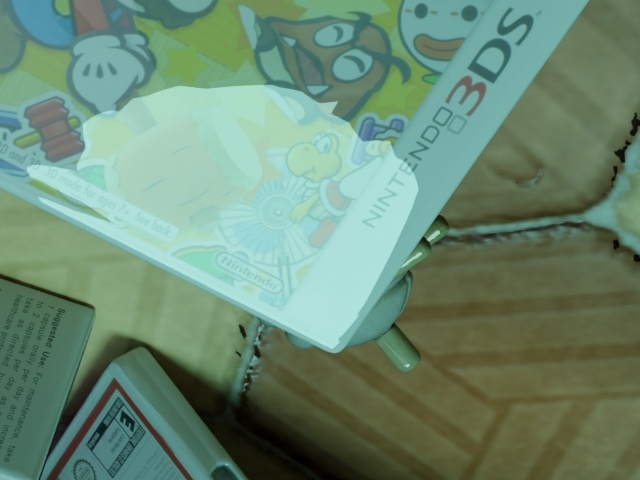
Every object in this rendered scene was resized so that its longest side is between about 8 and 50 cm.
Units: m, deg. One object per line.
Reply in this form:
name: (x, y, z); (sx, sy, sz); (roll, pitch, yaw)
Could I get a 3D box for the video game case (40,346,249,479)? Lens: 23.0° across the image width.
video game case: (-0.051, 0.217, 0.832); (0.285, 0.025, 0.204); (51, 137, 12)

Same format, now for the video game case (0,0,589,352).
video game case: (-0.035, -0.088, 0.545); (0.227, 0.026, 0.206); (28, 111, -17)

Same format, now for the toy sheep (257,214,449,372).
toy sheep: (0.000, 0.000, 0.653); (0.091, 0.091, 0.132); (-37, 88, 41)

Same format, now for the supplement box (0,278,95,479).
supplement box: (-0.237, 0.070, 0.774); (0.220, 0.114, 0.111); (18, 137, -7)
